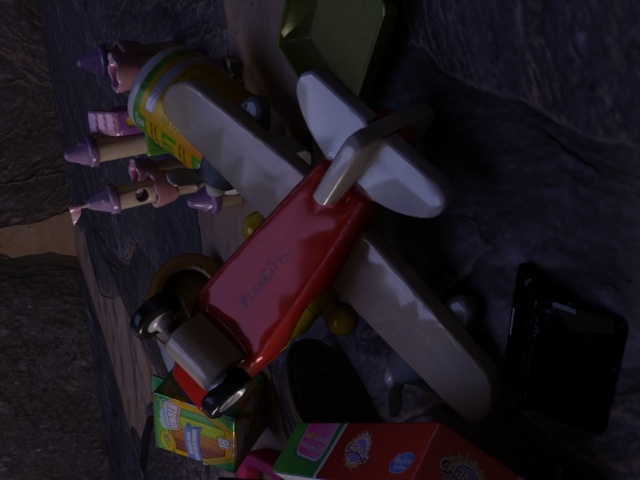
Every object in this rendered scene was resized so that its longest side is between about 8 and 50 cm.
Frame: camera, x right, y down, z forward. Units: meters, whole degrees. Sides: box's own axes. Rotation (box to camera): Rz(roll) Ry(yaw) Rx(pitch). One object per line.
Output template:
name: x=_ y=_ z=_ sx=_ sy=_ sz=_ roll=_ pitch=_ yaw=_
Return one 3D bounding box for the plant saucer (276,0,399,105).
plant saucer: x=0.022 y=-0.242 z=0.902 sx=0.188 sy=0.045 sz=0.188 roll=60 pitch=150 yaw=30

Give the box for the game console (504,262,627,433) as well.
game console: x=0.216 y=0.095 z=0.724 sx=0.107 sy=0.071 sz=0.122 roll=-89 pitch=0 yaw=-63

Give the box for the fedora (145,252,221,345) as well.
fedora: x=-0.238 y=0.123 z=1.528 sx=0.079 sy=0.194 sz=0.194 roll=27 pitch=-138 yaw=-75

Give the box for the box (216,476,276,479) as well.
box: x=-0.011 y=0.467 z=1.128 sx=0.381 sy=0.191 sz=0.143 roll=7 pitch=85 yaw=63

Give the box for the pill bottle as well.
pill bottle: x=-0.136 y=-0.150 z=1.103 sx=0.245 sy=0.136 sz=0.136 roll=38 pitch=140 yaw=18

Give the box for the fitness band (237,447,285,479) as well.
fitness band: x=-0.080 y=0.494 z=1.470 sx=0.290 sy=0.054 sz=0.209 roll=-11 pitch=92 yaw=63

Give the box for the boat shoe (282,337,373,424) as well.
boat shoe: x=0.025 y=0.283 z=1.086 sx=0.307 sy=0.110 sz=0.104 roll=61 pitch=149 yaw=28

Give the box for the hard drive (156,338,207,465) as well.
hard drive: x=-0.269 y=0.293 z=1.679 sx=0.308 sy=0.040 sz=0.203 roll=63 pitch=151 yaw=26

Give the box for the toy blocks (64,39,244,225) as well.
toy blocks: x=-0.300 y=-0.177 z=1.334 sx=0.309 sy=0.260 sz=0.289 roll=35 pitch=132 yaw=54

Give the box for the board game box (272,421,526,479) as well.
board game box: x=0.115 y=0.270 z=0.797 sx=0.242 sy=0.064 sz=0.316 roll=36 pitch=156 yaw=-13

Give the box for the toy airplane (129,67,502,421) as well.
toy airplane: x=0.000 y=0.000 z=0.880 sx=0.384 sy=0.272 sz=0.387 roll=-3 pitch=93 yaw=25

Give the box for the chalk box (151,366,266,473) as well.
chalk box: x=-0.219 y=0.302 z=1.447 sx=0.212 sy=0.132 sz=0.133 roll=12 pitch=121 yaw=18
